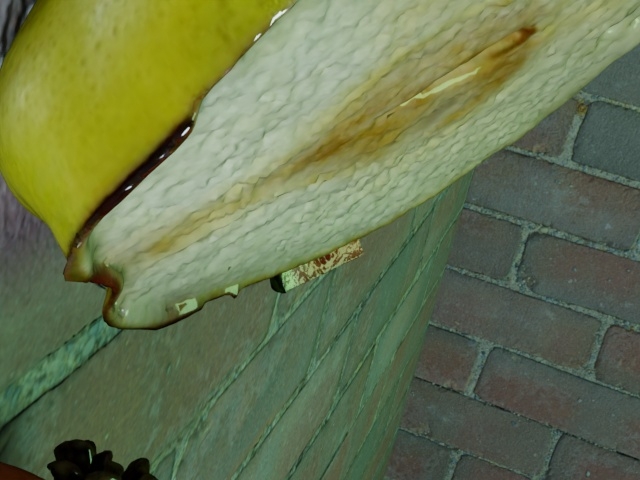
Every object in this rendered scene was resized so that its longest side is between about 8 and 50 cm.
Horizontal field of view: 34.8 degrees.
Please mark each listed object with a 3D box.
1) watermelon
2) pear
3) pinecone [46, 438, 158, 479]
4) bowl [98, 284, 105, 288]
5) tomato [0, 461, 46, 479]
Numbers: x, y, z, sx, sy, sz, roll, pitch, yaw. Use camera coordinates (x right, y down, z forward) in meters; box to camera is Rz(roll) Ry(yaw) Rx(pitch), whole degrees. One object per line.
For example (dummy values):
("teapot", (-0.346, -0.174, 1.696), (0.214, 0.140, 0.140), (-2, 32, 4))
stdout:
("watermelon", (0.000, 0.000, 1.054), (0.135, 0.094, 0.125), (47, 54, -81))
("pear", (0.010, -0.136, 0.515), (0.386, 0.191, 0.340), (-28, 164, -12))
("pinecone", (-0.148, 0.210, 0.569), (0.179, 0.150, 0.195), (41, 67, -77))
("bowl", (-0.074, -0.042, 0.679), (0.189, 0.086, 0.189), (18, 90, -77))
("tomato", (-0.152, 0.179, 0.381), (0.208, 0.208, 0.184), (60, 51, -74))
